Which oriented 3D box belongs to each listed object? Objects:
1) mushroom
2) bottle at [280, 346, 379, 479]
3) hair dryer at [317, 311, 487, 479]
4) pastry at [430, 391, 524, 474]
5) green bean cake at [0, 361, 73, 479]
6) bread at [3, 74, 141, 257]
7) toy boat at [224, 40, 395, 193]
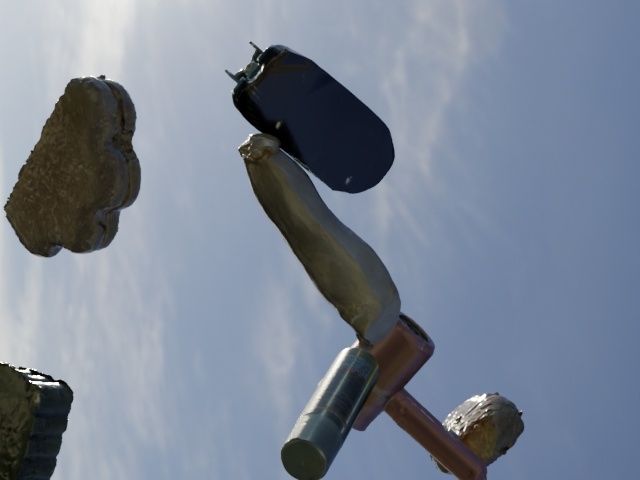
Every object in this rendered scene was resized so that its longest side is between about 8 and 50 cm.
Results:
[{"bbox_3d":[-0.001,-0.001,1.525,0.351,0.097,0.109,52,-17,-9],"label":"mushroom"},{"bbox_3d":[0.019,0.274,1.733,0.286,0.082,0.082,-51,156,-60],"label":"bottle"},{"bbox_3d":[0.189,0.311,1.990,0.352,0.125,0.210,42,-79,5],"label":"hair dryer"},{"bbox_3d":[0.302,0.384,2.139,0.093,0.182,0.192,48,-24,-9],"label":"pastry"},{"bbox_3d":[-0.600,0.353,2.033,0.241,0.132,0.255,11,-93,30],"label":"green bean cake"},{"bbox_3d":[-0.374,-0.092,1.710,0.183,0.102,0.337,46,-57,17],"label":"bread"},{"bbox_3d":[-0.010,-0.187,1.642,0.134,0.299,0.092,-47,-141,7],"label":"toy boat"}]
